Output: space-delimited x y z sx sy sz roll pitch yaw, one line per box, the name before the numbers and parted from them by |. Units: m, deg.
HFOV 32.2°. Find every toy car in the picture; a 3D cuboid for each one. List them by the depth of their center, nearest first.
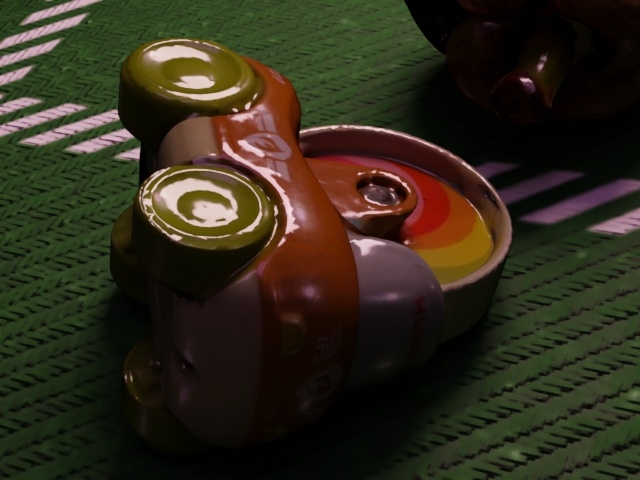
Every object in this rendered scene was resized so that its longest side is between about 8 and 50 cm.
toy car | 0.000 0.000 0.599 0.235 0.145 0.235 7 39 -6

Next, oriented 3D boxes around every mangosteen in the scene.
mangosteen | 0.148 -0.169 0.708 0.211 0.211 0.250 1 53 13
